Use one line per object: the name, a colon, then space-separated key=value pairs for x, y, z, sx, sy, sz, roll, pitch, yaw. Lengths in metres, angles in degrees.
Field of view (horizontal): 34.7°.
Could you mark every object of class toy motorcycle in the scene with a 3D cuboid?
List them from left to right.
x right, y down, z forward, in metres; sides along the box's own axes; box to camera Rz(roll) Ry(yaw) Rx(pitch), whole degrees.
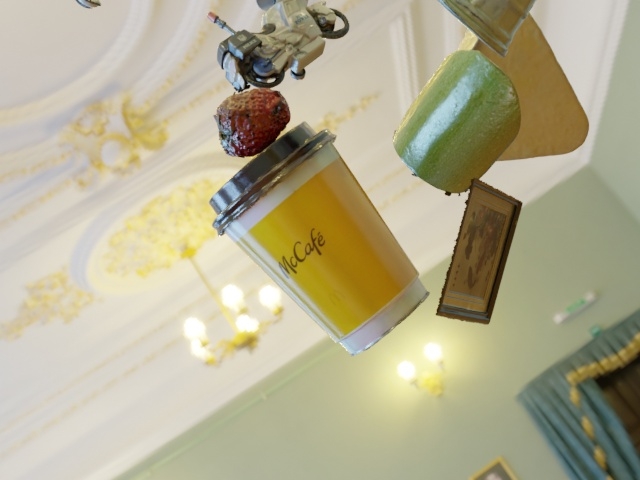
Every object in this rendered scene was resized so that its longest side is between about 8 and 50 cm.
toy motorcycle: x=-0.070 y=-0.311 z=1.534 sx=0.221 sy=0.150 sz=0.102 roll=-42 pitch=-15 yaw=-29

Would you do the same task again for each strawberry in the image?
strawberry: x=-0.084 y=-0.148 z=1.255 sx=0.096 sy=0.083 sz=0.083 roll=-19 pitch=-22 yaw=2

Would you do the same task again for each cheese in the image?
cheese: x=0.433 y=-0.300 z=2.267 sx=0.384 sy=0.104 sz=0.384 roll=-4 pitch=-68 yaw=-9

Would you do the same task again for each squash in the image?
squash: x=0.261 y=-0.224 z=1.799 sx=0.189 sy=0.189 sz=0.260 roll=-10 pitch=-36 yaw=-47

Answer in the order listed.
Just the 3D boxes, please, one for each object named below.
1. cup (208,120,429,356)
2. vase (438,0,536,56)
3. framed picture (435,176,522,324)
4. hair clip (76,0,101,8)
cup: x=0.000 y=0.000 z=1.295 sx=0.196 sy=0.279 sz=0.196 roll=-39 pitch=1 yaw=0
vase: x=0.250 y=-0.360 z=1.119 sx=0.299 sy=0.143 sz=0.143 roll=-48 pitch=-25 yaw=16
framed picture: x=0.225 y=0.020 z=1.451 sx=0.199 sy=0.010 sz=0.195 roll=15 pitch=-90 yaw=-58
hair clip: x=-0.404 y=-0.451 z=1.643 sx=0.049 sy=0.172 sz=0.116 roll=-29 pitch=23 yaw=35
